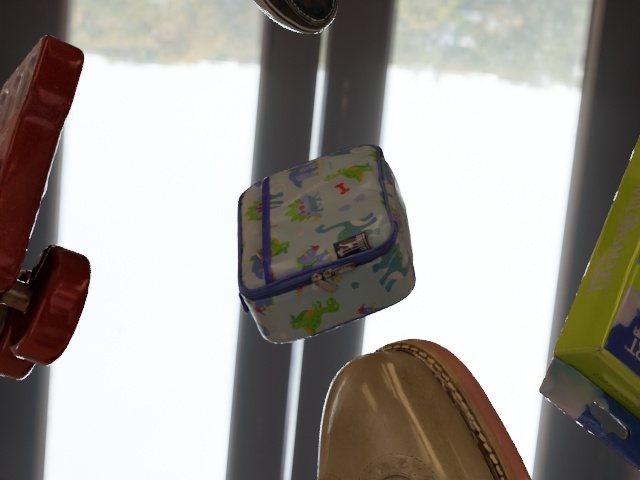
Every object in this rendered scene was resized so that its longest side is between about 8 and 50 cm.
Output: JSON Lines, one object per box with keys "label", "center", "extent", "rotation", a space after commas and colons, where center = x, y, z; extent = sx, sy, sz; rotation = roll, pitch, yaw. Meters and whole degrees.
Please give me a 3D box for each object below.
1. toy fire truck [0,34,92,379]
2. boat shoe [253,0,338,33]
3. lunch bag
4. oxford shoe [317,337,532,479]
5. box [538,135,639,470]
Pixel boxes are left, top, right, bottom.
{"label": "toy fire truck", "center": [-0.290, -0.027, 1.235], "extent": [0.169, 0.254, 0.302], "rotation": [21, 162, -19]}
{"label": "boat shoe", "center": [-0.020, -0.210, 0.980], "extent": [0.083, 0.065, 0.183], "rotation": [24, 156, 45]}
{"label": "lunch bag", "center": [0.000, 0.000, 1.402], "extent": [0.176, 0.090, 0.219], "rotation": [-19, -149, 11]}
{"label": "oxford shoe", "center": [0.029, 0.226, 0.665], "extent": [0.146, 0.397, 0.140], "rotation": [13, 148, -31]}
{"label": "box", "center": [0.196, 0.031, 0.766], "extent": [0.109, 0.178, 0.042], "rotation": [38, 154, -24]}
